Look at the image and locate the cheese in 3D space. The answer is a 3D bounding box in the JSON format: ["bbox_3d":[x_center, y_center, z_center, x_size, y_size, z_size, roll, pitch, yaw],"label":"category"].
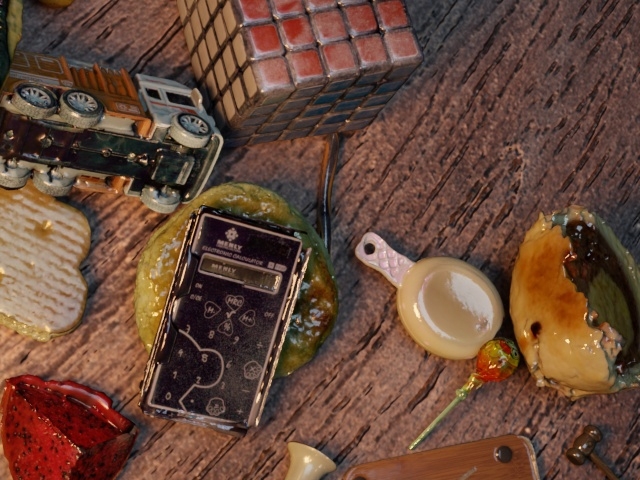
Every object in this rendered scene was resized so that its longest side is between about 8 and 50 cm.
[{"bbox_3d":[0.144,0.067,2.061,0.227,0.064,0.137,36,66,-8],"label":"cheese"}]

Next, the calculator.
[{"bbox_3d":[-0.120,0.103,1.886,0.166,0.028,0.274,15,95,-19],"label":"calculator"}]

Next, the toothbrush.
[{"bbox_3d":[0.003,0.001,2.046,0.031,0.023,0.321,15,73,-23],"label":"toothbrush"}]

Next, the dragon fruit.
[{"bbox_3d":[-0.322,0.245,1.845,0.161,0.120,0.127,40,108,19],"label":"dragon fruit"}]

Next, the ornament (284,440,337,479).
[{"bbox_3d":[-0.042,0.339,1.920,0.075,0.081,0.156,27,65,4],"label":"ornament"}]

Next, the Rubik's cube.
[{"bbox_3d":[-0.036,-0.273,1.976,0.237,0.237,0.238,-11,77,-22],"label":"Rubik's cube"}]

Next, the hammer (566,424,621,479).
[{"bbox_3d":[0.460,0.380,2.127,0.292,0.029,0.058,46,69,-7],"label":"hammer"}]

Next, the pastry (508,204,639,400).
[{"bbox_3d":[0.347,0.096,2.075,0.237,0.170,0.256,23,50,-55],"label":"pastry"}]

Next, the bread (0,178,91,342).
[{"bbox_3d":[-0.402,-0.007,1.878,0.286,0.056,0.207,32,67,-11],"label":"bread"}]

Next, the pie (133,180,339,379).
[{"bbox_3d":[-0.109,0.063,1.934,0.277,0.078,0.277,-1,91,-22],"label":"pie"}]

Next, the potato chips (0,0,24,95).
[{"bbox_3d":[-0.522,-0.187,1.775,0.358,0.070,0.429,-5,74,19],"label":"potato chips"}]

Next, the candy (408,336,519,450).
[{"bbox_3d":[0.190,0.209,2.027,0.060,0.060,0.201,44,93,-6],"label":"candy"}]

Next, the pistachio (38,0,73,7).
[{"bbox_3d":[-0.363,-0.397,1.961,0.110,0.100,0.189,-28,87,-20],"label":"pistachio"}]

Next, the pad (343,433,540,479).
[{"bbox_3d":[0.184,0.419,2.020,0.286,0.018,0.284,-8,81,-20],"label":"pad"}]

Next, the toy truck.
[{"bbox_3d":[-0.287,-0.147,1.888,0.305,0.136,0.162,9,38,-28],"label":"toy truck"}]
